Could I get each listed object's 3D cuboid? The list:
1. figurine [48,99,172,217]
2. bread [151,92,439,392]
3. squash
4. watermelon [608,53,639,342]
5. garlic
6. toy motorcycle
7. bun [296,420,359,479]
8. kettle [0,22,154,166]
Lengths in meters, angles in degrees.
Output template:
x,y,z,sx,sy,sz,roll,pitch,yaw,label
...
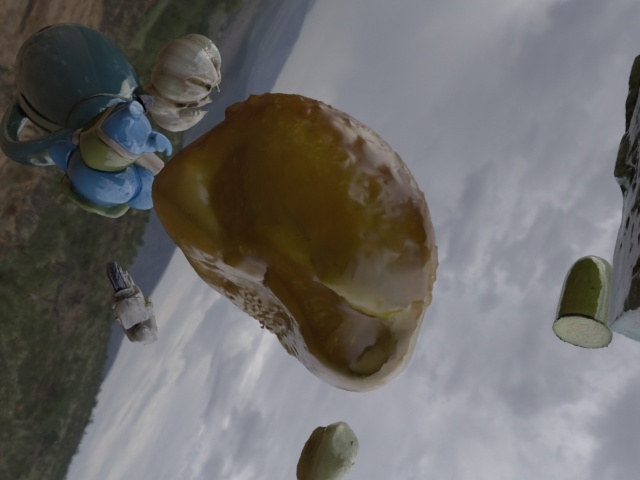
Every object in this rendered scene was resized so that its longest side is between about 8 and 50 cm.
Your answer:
x,y,z,sx,sy,sz,roll,pitch,yaw,label
-0.362,-0.139,1.000,0.262,0.180,0.153,-26,-116,33,figurine
0.000,0.000,0.687,0.250,0.361,0.394,-48,172,-14,bread
0.648,0.128,1.345,0.132,0.133,0.247,-41,-165,52,squash
0.311,-0.050,0.429,0.302,0.151,0.264,44,60,-59,watermelon
-0.386,-0.461,1.592,0.281,0.203,0.184,-62,169,-13,garlic
-0.536,0.209,1.611,0.108,0.222,0.340,-25,156,-17,toy motorcycle
0.030,0.640,1.639,0.229,0.145,0.229,-58,-166,24,bun
-0.529,-0.278,1.193,0.320,0.247,0.342,-31,-133,-11,kettle
